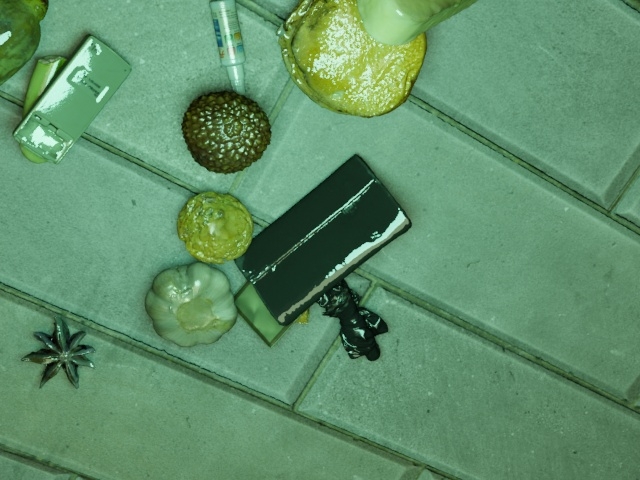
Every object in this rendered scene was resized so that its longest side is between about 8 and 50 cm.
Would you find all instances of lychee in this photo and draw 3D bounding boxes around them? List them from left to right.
[{"bbox_3d":[-0.216,-0.239,1.617,0.238,0.200,0.200,0,119,38],"label":"lychee"}]

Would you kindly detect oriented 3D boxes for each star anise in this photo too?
[{"bbox_3d":[-0.659,0.290,1.841,0.180,0.061,0.204,-31,117,-7],"label":"star anise"}]

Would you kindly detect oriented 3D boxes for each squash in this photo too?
[{"bbox_3d":[-0.614,-0.290,1.613,0.083,0.083,0.250,13,107,-11],"label":"squash"}]

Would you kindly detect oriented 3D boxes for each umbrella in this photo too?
[{"bbox_3d":[0.082,0.202,1.875,0.122,0.110,0.272,-45,115,-26],"label":"umbrella"}]

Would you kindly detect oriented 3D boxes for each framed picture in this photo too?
[{"bbox_3d":[-0.110,0.134,1.826,0.173,0.010,0.231,46,103,14],"label":"framed picture"}]

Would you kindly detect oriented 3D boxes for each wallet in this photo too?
[{"bbox_3d":[0.000,0.000,1.759,0.406,0.062,0.228,-39,79,8],"label":"wallet"}]

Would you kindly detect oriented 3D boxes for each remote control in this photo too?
[{"bbox_3d":[-0.542,-0.304,1.587,0.123,0.038,0.285,36,91,-37],"label":"remote control"}]

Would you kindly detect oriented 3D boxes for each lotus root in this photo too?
[{"bbox_3d":[-0.701,-0.419,1.515,0.309,0.173,0.173,-38,111,1],"label":"lotus root"}]

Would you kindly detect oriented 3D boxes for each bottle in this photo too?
[{"bbox_3d":[-0.198,-0.425,1.616,0.060,0.060,0.217,-11,111,-2],"label":"bottle"}]

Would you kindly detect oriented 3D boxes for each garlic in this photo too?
[{"bbox_3d":[-0.316,0.154,1.781,0.228,0.152,0.228,-4,115,-8],"label":"garlic"}]

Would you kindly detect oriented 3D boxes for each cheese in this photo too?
[{"bbox_3d":[0.170,-0.605,1.494,0.384,0.384,0.104,27,148,-16],"label":"cheese"}]

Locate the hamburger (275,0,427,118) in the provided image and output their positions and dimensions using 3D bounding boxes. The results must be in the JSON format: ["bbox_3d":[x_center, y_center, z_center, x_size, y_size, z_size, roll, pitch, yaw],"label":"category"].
[{"bbox_3d":[0.068,-0.422,1.590,0.314,0.170,0.290,31,102,-16],"label":"hamburger"}]

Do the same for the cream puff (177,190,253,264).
[{"bbox_3d":[-0.250,-0.030,1.731,0.189,0.129,0.189,-4,113,-9],"label":"cream puff"}]

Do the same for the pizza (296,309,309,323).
[{"bbox_3d":[-0.081,0.160,1.859,0.175,0.046,0.134,-34,94,15],"label":"pizza"}]
